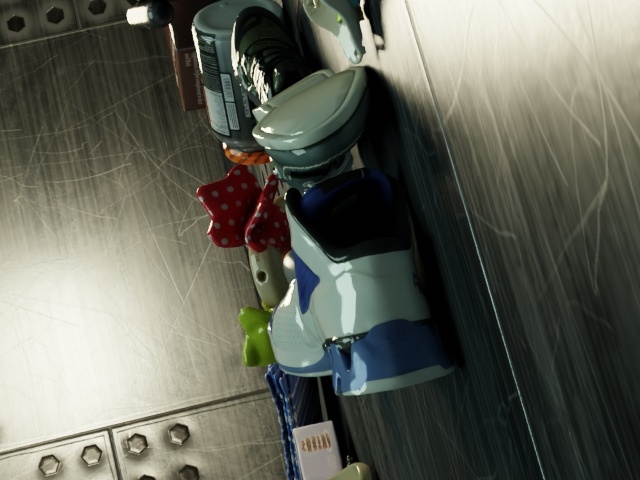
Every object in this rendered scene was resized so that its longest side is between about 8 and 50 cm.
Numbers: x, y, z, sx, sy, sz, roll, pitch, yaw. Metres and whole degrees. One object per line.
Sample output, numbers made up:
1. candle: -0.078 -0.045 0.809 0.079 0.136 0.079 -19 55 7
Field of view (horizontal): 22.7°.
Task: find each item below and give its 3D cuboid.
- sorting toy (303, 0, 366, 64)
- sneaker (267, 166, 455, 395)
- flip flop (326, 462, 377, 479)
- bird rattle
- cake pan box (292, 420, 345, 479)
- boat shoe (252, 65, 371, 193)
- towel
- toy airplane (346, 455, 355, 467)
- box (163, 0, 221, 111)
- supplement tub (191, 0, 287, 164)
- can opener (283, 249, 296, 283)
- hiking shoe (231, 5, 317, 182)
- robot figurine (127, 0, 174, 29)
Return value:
1. sorting toy: 0.020 -0.190 1.373 0.083 0.044 0.075 141 108 -83
2. sneaker: 0.031 0.028 1.419 0.315 0.127 0.182 -178 79 -77
3. flip flop: -0.024 0.385 2.148 0.277 0.080 0.112 -46 39 38
4. bird rattle: -0.053 0.025 1.962 0.254 0.143 0.207 67 -154 -3
5. cake pan box: 0.026 0.438 2.325 0.246 0.070 0.267 73 -177 -47
6. boat shoe: 0.004 -0.094 1.476 0.099 0.116 0.319 60 178 -11
7. towel: -0.031 0.299 2.511 0.243 0.040 0.336 -72 -24 -66
8. toy airplane: 0.059 0.374 2.232 0.151 0.028 0.151 166 90 -90
9. box: -0.180 -0.401 2.302 0.191 0.143 0.381 93 162 -67
10. supplement tub: -0.089 -0.197 1.981 0.117 0.117 0.190 -112 10 -56
11. can opener: 0.000 0.000 1.750 0.280 0.093 0.074 -120 17 -85
12. hiking shoe: -0.035 -0.181 1.779 0.114 0.086 0.227 116 137 -59
13. robot figurine: -0.187 -0.394 2.054 0.174 0.209 0.278 59 158 -18
